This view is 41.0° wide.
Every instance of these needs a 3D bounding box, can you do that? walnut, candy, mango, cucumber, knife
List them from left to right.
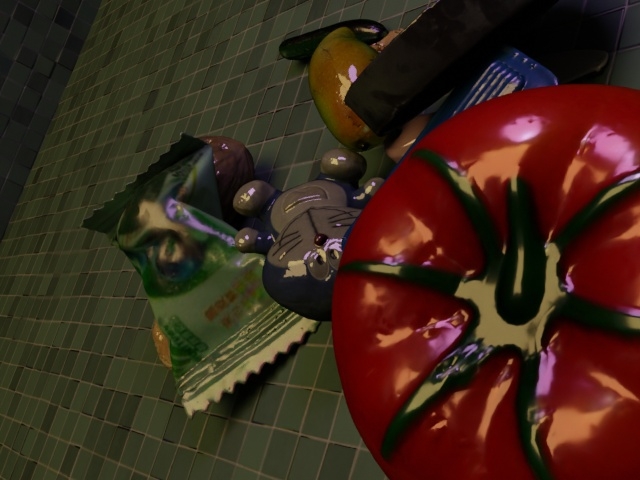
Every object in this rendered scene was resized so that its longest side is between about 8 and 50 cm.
[{"bbox_3d":[-0.192,0.053,1.328,0.263,0.172,0.398,-45,57,20],"label":"candy"},{"bbox_3d":[-0.207,-0.094,1.514,0.230,0.178,0.178,-43,37,26],"label":"walnut"},{"bbox_3d":[0.019,-0.348,1.482,0.284,0.056,0.056,5,72,51],"label":"cucumber"},{"bbox_3d":[0.043,-0.227,1.214,0.125,0.111,0.232,-42,42,34],"label":"mango"},{"bbox_3d":[0.219,-0.179,1.105,0.336,0.043,0.081,-20,46,39],"label":"knife"}]

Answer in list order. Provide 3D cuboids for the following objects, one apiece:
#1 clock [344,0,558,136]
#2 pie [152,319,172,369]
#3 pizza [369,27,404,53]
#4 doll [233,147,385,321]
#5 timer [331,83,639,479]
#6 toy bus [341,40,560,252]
[{"bbox_3d":[0.170,-0.241,1.009,0.319,0.066,0.319,-38,-1,0],"label":"clock"},{"bbox_3d":[-0.227,0.136,1.479,0.218,0.052,0.185,23,84,55],"label":"pie"},{"bbox_3d":[0.085,-0.264,1.313,0.147,0.069,0.226,-62,32,5],"label":"pizza"},{"bbox_3d":[0.000,0.000,1.149,0.228,0.154,0.258,-19,29,1],"label":"doll"},{"bbox_3d":[0.202,0.069,0.684,0.378,0.279,0.377,-14,67,35],"label":"timer"},{"bbox_3d":[0.175,-0.045,0.924,0.287,0.175,0.138,-53,35,15],"label":"toy bus"}]
